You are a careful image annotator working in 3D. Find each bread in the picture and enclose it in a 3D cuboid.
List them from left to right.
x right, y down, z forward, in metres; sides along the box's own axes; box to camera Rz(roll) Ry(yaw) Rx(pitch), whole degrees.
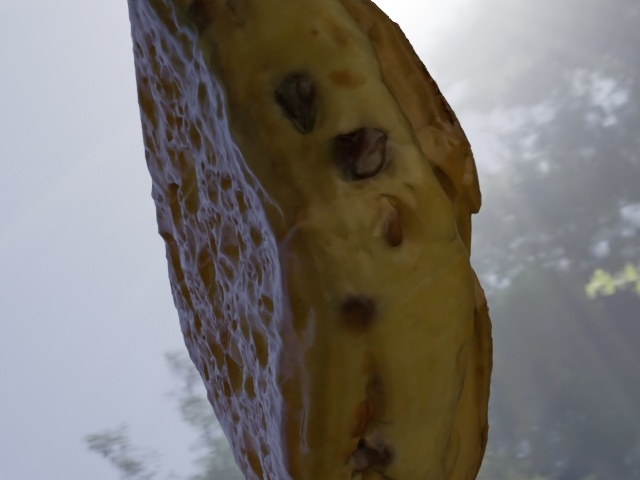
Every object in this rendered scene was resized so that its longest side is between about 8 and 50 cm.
[{"bbox_3d":[0.000,0.000,0.779,0.099,0.235,0.210,-16,-137,-14],"label":"bread"}]
